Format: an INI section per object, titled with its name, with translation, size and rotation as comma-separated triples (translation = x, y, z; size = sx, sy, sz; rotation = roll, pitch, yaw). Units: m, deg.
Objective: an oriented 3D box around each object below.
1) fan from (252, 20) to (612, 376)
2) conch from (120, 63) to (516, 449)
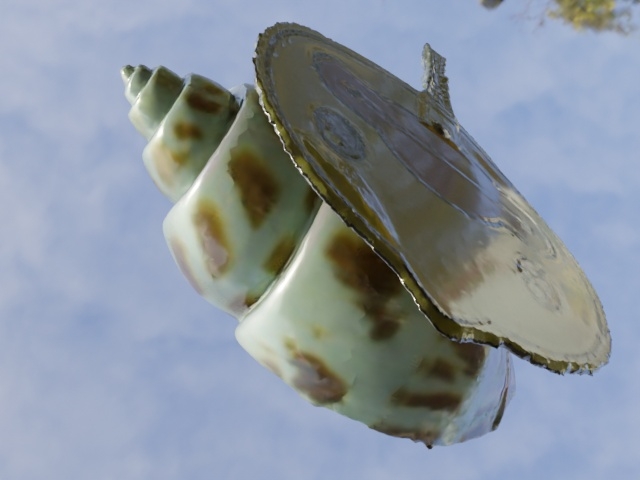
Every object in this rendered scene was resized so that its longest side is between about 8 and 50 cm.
[fan]
translation = 0.060, -0.045, 0.622
size = 0.230, 0.011, 0.335
rotation = 37, -156, -15
[conch]
translation = 0.001, 0.000, 0.925
size = 0.368, 0.197, 0.249
rotation = 18, -145, 0
